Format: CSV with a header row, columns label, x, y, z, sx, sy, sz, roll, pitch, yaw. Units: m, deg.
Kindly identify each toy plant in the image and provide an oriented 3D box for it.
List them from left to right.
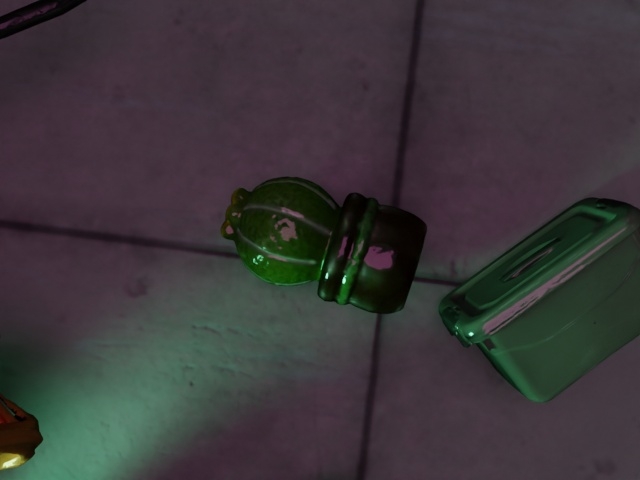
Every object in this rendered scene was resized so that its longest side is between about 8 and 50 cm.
label,x,y,z,sx,sy,sz,roll,pitch,yaw
toy plant,0.000,0.000,0.806,0.162,0.093,0.093,16,89,4

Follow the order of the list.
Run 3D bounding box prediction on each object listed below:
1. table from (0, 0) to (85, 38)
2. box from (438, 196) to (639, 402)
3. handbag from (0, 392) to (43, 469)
label,x,y,z,sx,sy,sz,roll,pitch,yaw
table,-0.370,-0.234,0.741,0.249,0.317,0.317,-41,89,-9
box,0.193,0.050,0.792,0.172,0.124,0.093,-35,99,1
handbag,-0.424,0.184,0.671,0.410,0.303,0.116,-26,83,14
